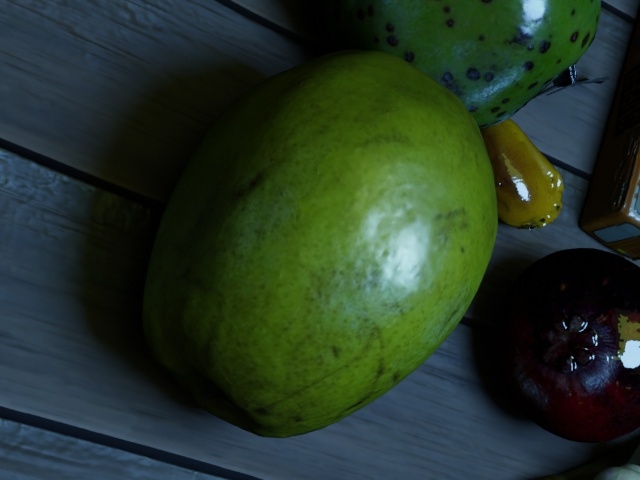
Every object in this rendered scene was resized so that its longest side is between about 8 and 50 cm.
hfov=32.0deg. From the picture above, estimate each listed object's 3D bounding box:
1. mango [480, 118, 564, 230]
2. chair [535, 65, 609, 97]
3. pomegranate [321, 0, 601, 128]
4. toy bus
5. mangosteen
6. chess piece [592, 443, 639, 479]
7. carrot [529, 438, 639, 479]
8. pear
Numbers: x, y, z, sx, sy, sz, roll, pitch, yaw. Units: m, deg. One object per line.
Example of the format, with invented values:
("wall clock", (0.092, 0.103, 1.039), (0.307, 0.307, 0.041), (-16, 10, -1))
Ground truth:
("mango", (0.184, -0.067, 1.090), (0.077, 0.063, 0.127), (-31, 92, -25))
("chair", (0.257, -0.176, 1.165), (0.086, 0.037, 0.042), (-16, 100, -27))
("pomegranate", (0.132, -0.225, 0.997), (0.270, 0.254, 0.254), (-7, 84, -53))
("toy bus", (0.384, -0.176, 1.207), (0.092, 0.093, 0.408), (26, 69, -16))
("mangosteen", (0.258, 0.099, 1.053), (0.200, 0.200, 0.199), (6, 79, -29))
("chess piece", (0.232, 0.322, 0.983), (0.117, 0.117, 0.397), (45, 72, -16))
("carrot", (0.279, 0.237, 1.095), (0.298, 0.078, 0.078), (-9, 86, -25))
("pear", (0.000, 0.000, 0.871), (0.253, 0.253, 0.307), (43, 74, -17))
